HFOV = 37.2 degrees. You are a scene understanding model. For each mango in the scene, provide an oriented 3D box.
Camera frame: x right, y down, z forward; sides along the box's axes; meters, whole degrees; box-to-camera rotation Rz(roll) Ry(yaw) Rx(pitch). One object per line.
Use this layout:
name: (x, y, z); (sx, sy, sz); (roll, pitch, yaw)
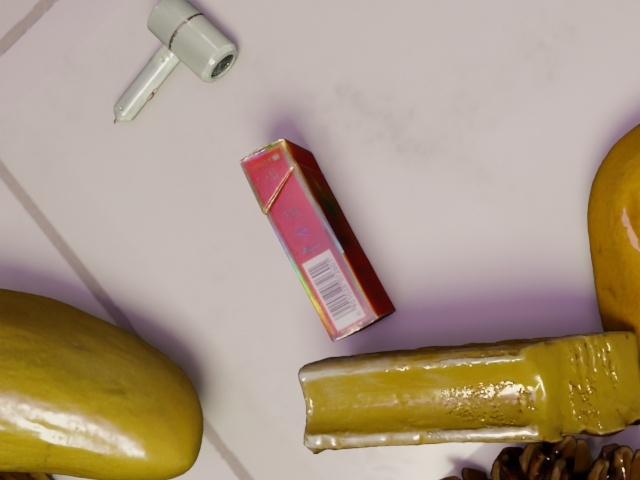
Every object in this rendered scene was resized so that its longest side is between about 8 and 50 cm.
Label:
mango: (-0.264, 0.127, 0.855); (0.332, 0.195, 0.142); (11, 112, -3)
mango: (0.289, 0.000, 0.782); (0.147, 0.109, 0.227); (13, 98, -2)

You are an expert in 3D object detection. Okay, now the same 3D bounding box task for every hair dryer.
hair dryer: (-0.151, -0.160, 0.913); (0.082, 0.047, 0.137); (45, 103, 9)

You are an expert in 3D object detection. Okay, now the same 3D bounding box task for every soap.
soap: (0.128, 0.123, 0.774); (0.258, 0.160, 0.080); (-8, 85, 17)

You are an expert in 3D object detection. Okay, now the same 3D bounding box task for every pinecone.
pinecone: (0.205, 0.242, 0.763); (0.212, 0.168, 0.185); (-36, 96, 22)

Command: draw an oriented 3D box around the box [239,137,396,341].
box: (-0.001, 0.000, 0.840); (0.048, 0.112, 0.175); (-29, 82, 11)

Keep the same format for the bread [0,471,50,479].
bread: (-0.322, 0.313, 0.887); (0.195, 0.143, 0.269); (-33, 80, 9)
